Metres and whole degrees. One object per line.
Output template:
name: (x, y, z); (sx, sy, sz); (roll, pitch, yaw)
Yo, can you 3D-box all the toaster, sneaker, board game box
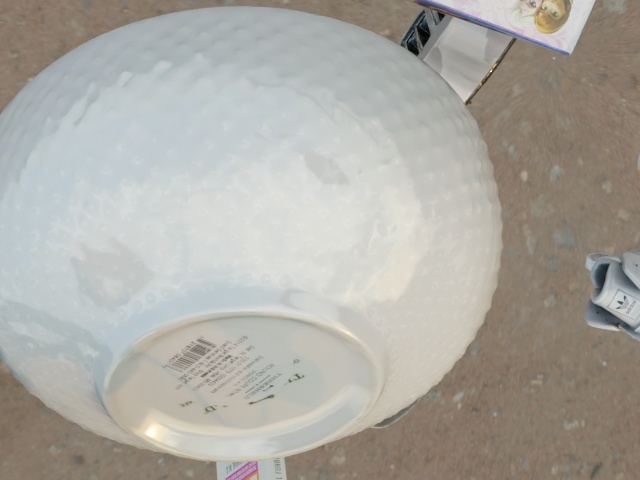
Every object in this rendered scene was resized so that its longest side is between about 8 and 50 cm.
toaster: (0.203, -0.297, 1.313); (0.110, 0.186, 0.168); (23, 123, -19)
sneaker: (0.532, 0.146, 1.376); (0.210, 0.366, 0.137); (16, 123, -16)
board game box: (0.048, -0.280, 0.865); (0.318, 0.318, 0.066); (15, 106, -19)

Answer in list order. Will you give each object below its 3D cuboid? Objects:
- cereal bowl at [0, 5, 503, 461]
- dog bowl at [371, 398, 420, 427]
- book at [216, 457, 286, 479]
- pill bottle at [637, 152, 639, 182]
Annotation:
cereal bowl: (-0.048, 0.037, 0.555); (0.338, 0.141, 0.339); (-4, 139, -3)
dog bowl: (0.025, 0.042, 1.049); (0.102, 0.348, 0.349); (1, 103, 42)
book: (-0.061, 0.242, 0.850); (0.096, 0.035, 0.144); (-45, 43, 43)
pill bottle: (0.340, -0.034, 0.779); (0.117, 0.117, 0.208); (-9, 92, 16)
